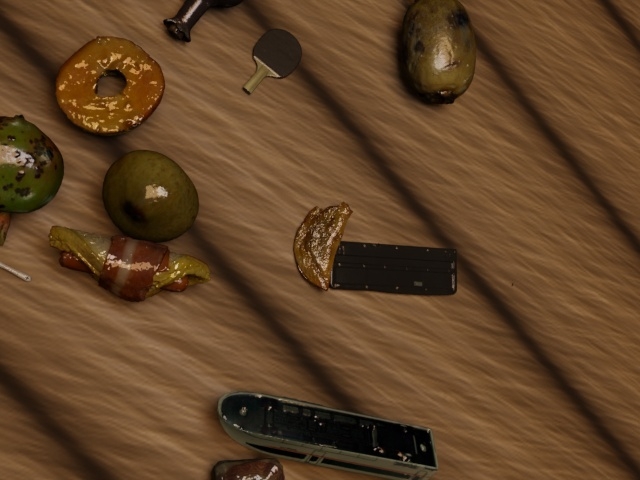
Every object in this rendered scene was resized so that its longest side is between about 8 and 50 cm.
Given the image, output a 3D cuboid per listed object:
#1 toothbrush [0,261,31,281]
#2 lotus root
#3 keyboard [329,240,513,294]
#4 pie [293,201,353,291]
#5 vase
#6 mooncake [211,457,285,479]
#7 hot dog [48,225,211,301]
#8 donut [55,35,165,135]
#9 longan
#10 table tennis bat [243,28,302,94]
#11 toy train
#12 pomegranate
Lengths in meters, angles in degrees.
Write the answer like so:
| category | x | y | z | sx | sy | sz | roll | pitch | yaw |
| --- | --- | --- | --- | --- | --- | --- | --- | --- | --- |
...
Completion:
| category | x | y | z | sx | sy | sz | roll | pitch | yaw |
| --- | --- | --- | --- | --- | --- | --- | --- | --- | --- |
| toothbrush | -0.516 | 0.031 | 1.080 | 0.131 | 0.013 | 0.011 | 31 | 77 | -17 |
| lotus root | 0.232 | -0.407 | 1.365 | 0.154 | 0.154 | 0.278 | -2 | 80 | -21 |
| keyboard | 0.196 | 0.055 | 1.344 | 0.381 | 0.041 | 0.103 | 4 | 81 | -14 |
| pie | 0.000 | 0.000 | 1.270 | 0.092 | 0.034 | 0.170 | 21 | 78 | 3 |
| vase | -0.208 | -0.438 | 1.227 | 0.120 | 0.120 | 0.183 | 37 | 85 | -12 |
| mooncake | -0.119 | 0.424 | 1.131 | 0.125 | 0.073 | 0.130 | -4 | 94 | -20 |
| hot dog | -0.303 | 0.048 | 1.101 | 0.261 | 0.123 | 0.093 | 12 | 69 | -15 |
| donut | -0.355 | -0.252 | 1.161 | 0.178 | 0.065 | 0.162 | -42 | 93 | -20 |
| longan | -0.273 | -0.076 | 1.129 | 0.176 | 0.145 | 0.155 | -54 | 133 | -59 |
| table tennis bat | -0.095 | -0.336 | 1.301 | 0.087 | 0.013 | 0.156 | 40 | 69 | -12 |
| toy train | 0.005 | 0.343 | 1.190 | 0.407 | 0.088 | 0.086 | 17 | 41 | -18 |
| pomegranate | -0.482 | -0.093 | 1.046 | 0.159 | 0.159 | 0.205 | 17 | 101 | -18 |
